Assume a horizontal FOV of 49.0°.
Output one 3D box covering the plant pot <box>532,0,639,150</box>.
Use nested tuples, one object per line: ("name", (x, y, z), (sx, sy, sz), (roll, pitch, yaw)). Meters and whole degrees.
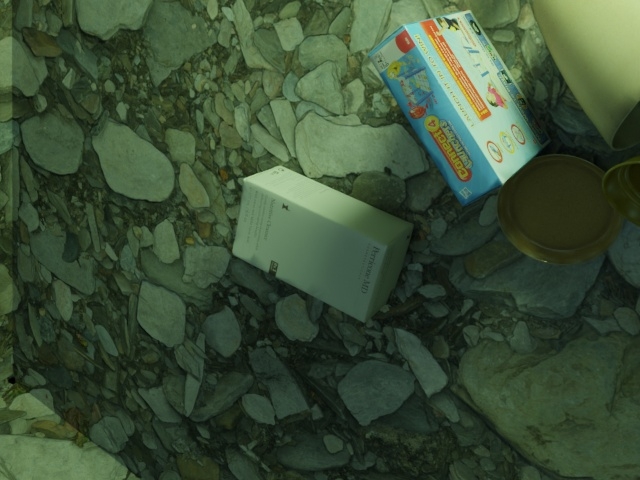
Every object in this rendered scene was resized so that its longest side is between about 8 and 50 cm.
("plant pot", (0.482, -0.331, 1.139), (0.274, 0.257, 0.256), (54, 130, 22))

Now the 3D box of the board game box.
("board game box", (0.263, -0.250, 1.262), (0.086, 0.302, 0.308), (-32, 91, 39))

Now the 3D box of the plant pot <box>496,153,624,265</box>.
("plant pot", (0.464, -0.062, 1.367), (0.237, 0.032, 0.236), (13, 122, 22))

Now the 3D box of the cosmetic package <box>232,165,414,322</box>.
("cosmetic package", (0.000, 0.000, 1.642), (0.385, 0.156, 0.217), (25, 120, 24))

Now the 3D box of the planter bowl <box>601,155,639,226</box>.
("planter bowl", (0.609, -0.098, 1.207), (0.217, 0.090, 0.217), (31, 164, 10))
